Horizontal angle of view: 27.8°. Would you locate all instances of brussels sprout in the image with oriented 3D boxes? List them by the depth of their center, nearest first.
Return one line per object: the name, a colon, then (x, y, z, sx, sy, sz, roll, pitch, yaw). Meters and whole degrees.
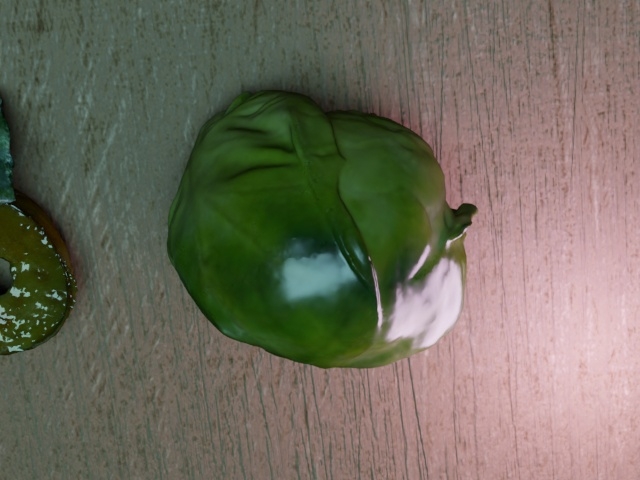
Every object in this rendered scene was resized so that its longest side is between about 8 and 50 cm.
brussels sprout: (0.002, -0.001, 1.761, 0.425, 0.361, 0.342, 13, 111, -4)

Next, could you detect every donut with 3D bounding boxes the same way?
donut: (-0.488, 0.037, 1.922, 0.272, 0.107, 0.272, 1, 114, 2)

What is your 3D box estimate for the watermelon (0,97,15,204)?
watermelon: (-0.592, -0.116, 1.781, 0.302, 0.151, 0.264, -26, 67, 9)
